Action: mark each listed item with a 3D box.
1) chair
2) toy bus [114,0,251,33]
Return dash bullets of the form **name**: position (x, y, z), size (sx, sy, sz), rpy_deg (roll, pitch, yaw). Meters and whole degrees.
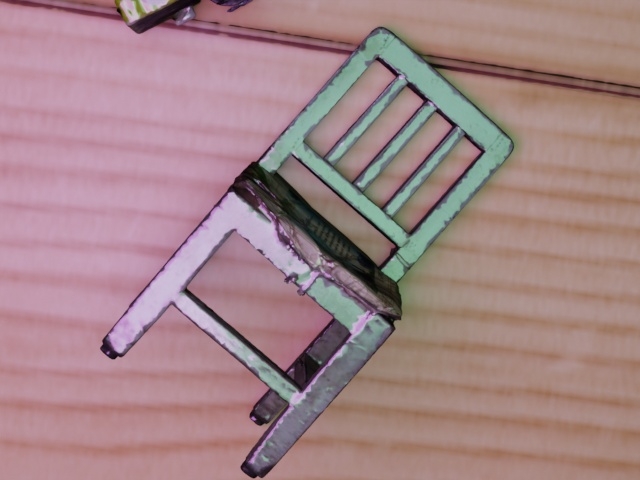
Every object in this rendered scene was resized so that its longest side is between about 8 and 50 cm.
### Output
- **chair**: position (0.000, 0.000, 0.881), size (0.136, 0.147, 0.270), rpy_deg (42, 95, -5)
- **toy bus**: position (-0.015, -0.251, 0.874), size (0.301, 0.113, 0.139), rpy_deg (-27, 96, -1)
